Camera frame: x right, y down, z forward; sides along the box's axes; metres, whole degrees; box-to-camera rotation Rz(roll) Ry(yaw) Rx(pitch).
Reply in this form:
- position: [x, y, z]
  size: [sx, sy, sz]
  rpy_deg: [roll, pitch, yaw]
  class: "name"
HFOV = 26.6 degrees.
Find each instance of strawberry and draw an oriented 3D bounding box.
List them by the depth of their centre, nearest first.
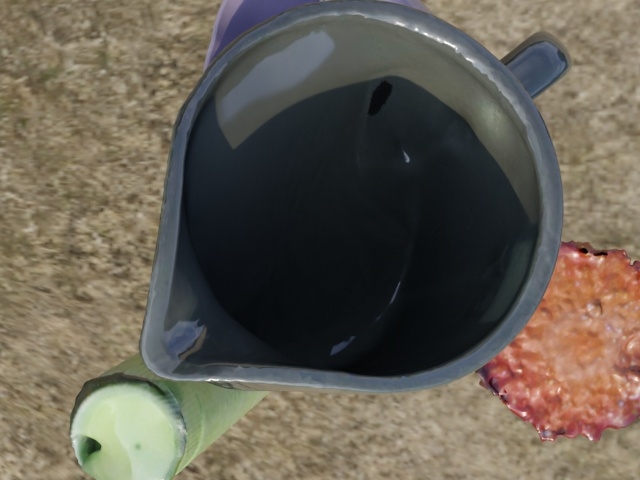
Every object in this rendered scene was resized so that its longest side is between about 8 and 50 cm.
- position: [0.263, 0.112, 1.525]
  size: [0.234, 0.178, 0.233]
  rpy_deg: [0, 88, -7]
  class: "strawberry"

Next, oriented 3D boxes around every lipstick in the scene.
- position: [-0.071, 0.086, 0.885]
  size: [0.076, 0.304, 0.076]
  rpy_deg: [2, 99, 14]
  class: "lipstick"

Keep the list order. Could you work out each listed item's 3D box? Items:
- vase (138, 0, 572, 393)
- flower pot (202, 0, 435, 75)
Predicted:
- position: [0.000, 0.000, 0.642]
  size: [0.251, 0.301, 0.156]
  rpy_deg: [-38, 89, -19]
  class: "vase"
- position: [0.026, -0.239, 1.675]
  size: [0.243, 0.265, 0.265]
  rpy_deg: [21, 82, -30]
  class: "flower pot"
